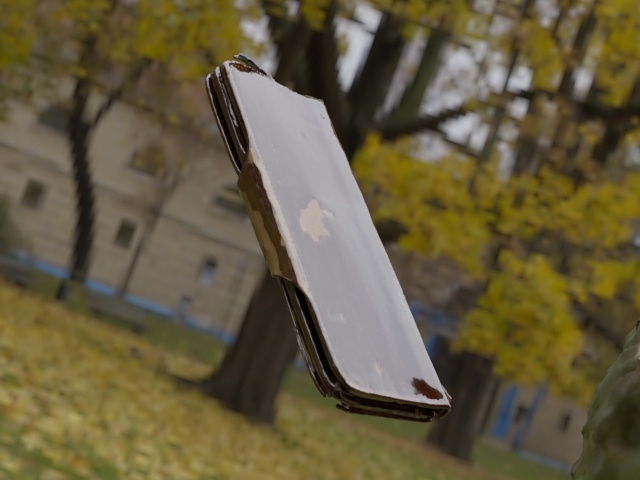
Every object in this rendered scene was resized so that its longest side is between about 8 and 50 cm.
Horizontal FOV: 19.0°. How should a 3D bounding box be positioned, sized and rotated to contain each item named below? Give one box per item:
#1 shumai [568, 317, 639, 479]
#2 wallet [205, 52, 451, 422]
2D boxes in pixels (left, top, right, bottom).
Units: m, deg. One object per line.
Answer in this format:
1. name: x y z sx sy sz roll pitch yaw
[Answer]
1. shumai: 0.266 0.020 0.869 0.292 0.330 0.288 10 -53 27
2. wallet: 0.000 0.000 0.872 0.026 0.176 0.095 -32 -26 24
